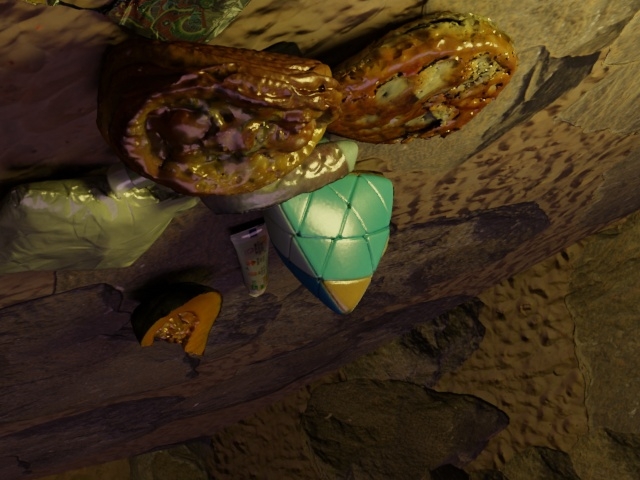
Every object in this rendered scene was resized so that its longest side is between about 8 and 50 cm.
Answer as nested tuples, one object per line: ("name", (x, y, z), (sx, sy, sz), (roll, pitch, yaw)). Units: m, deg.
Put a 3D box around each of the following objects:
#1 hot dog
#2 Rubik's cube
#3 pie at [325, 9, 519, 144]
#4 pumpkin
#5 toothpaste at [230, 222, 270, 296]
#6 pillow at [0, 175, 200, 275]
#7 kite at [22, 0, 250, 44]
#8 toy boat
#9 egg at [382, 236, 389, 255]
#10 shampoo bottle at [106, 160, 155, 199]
("hot dog", (-0.102, -0.138, 0.955), (0.272, 0.122, 0.196), (5, 143, -26))
("Rubik's cube", (0.000, 0.000, 1.405), (0.254, 0.254, 0.254), (-19, 163, -6))
("pie", (0.123, -0.206, 1.142), (0.308, 0.086, 0.308), (-18, 161, -6))
("pumpkin", (-0.265, 0.129, 1.724), (0.163, 0.111, 0.278), (-40, 158, 8))
("toothpaste", (-0.128, 0.040, 1.664), (0.056, 0.058, 0.314), (23, 158, 7))
("pillow", (-0.338, -0.010, 1.226), (0.280, 0.076, 0.274), (-4, 158, -41))
("kite", (-0.179, -0.242, 0.818), (0.285, 0.015, 0.152), (-4, 154, -49))
("toy boat", (-0.067, -0.109, 1.194), (0.227, 0.085, 0.155), (-22, -157, -24))
("egg", (0.056, -0.010, 1.605), (0.131, 0.131, 0.164), (-12, -174, -25))
("shampoo bottle", (-0.179, -0.112, 1.106), (0.192, 0.074, 0.074), (-21, 163, 5))
